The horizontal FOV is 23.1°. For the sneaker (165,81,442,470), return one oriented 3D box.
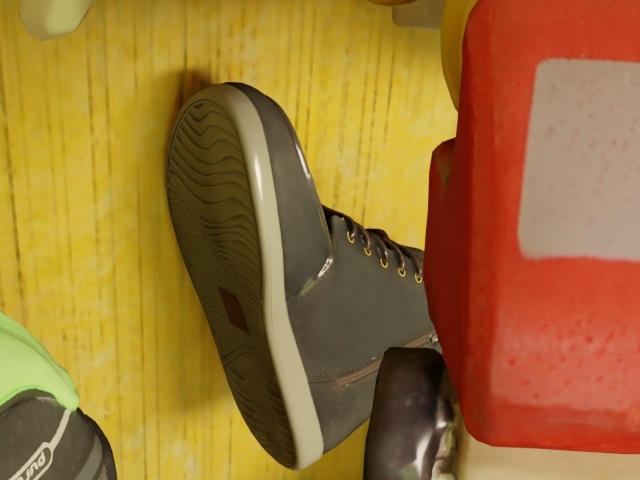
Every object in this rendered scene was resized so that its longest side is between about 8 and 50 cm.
[{"bbox_3d":[0.000,0.000,0.781,0.118,0.083,0.222,-32,133,-26],"label":"sneaker"}]

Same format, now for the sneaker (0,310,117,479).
[{"bbox_3d":[-0.283,0.227,0.751,0.483,0.185,0.202,-42,131,14],"label":"sneaker"}]

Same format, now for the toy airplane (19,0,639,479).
[{"bbox_3d":[0.104,-0.103,0.543,0.386,0.384,0.273,-21,126,-28],"label":"toy airplane"}]
